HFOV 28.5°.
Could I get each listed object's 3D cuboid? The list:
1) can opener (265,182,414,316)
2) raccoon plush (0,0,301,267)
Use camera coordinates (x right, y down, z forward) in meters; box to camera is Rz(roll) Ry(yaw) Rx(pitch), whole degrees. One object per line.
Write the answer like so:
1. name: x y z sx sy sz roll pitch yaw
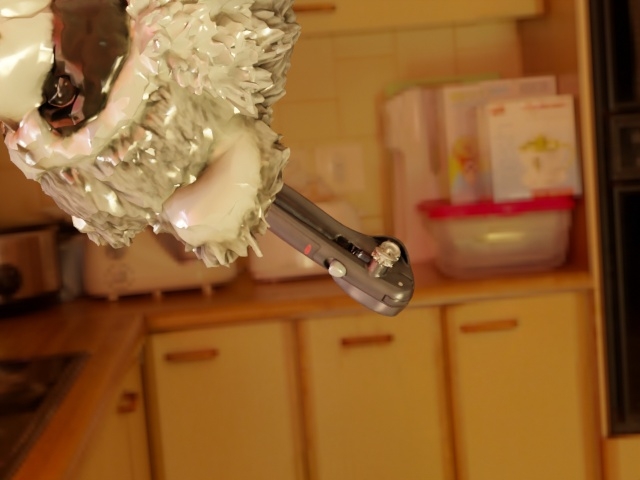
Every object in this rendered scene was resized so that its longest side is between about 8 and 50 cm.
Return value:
1. can opener: 0.000 0.000 1.063 0.186 0.073 0.059 35 31 -1
2. raccoon plush: 0.013 -0.171 0.645 0.447 0.299 0.216 -17 11 -15
